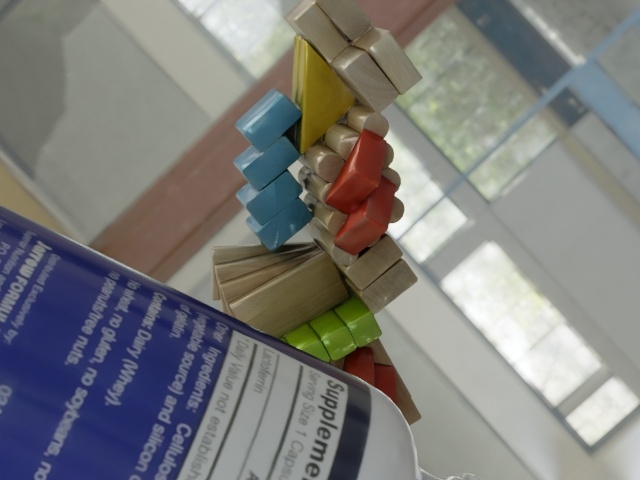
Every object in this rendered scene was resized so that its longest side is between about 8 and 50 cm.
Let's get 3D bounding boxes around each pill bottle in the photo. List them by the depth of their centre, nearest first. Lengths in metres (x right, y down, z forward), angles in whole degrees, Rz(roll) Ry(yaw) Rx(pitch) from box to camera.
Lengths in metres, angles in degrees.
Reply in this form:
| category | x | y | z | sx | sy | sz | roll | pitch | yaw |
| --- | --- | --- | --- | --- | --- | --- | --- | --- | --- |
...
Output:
| category | x | y | z | sx | sy | sz | roll | pitch | yaw |
| --- | --- | --- | --- | --- | --- | --- | --- | --- | --- |
| pill bottle | -0.060 | 0.098 | 0.487 | 0.264 | 0.153 | 0.153 | 27 | -168 | -7 |

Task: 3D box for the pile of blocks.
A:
| category | x | y | z | sx | sy | sz | roll | pitch | yaw |
| --- | --- | --- | --- | --- | --- | --- | --- | --- | --- |
| pile of blocks | 0.000 | 0.000 | 0.987 | 0.112 | 0.149 | 0.362 | -137 | 43 | -72 |
